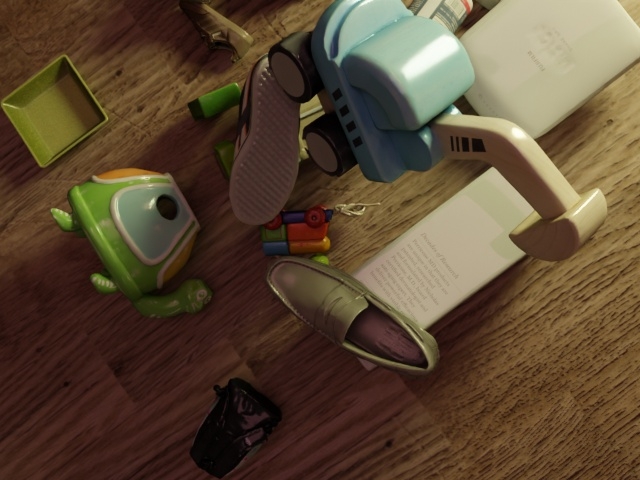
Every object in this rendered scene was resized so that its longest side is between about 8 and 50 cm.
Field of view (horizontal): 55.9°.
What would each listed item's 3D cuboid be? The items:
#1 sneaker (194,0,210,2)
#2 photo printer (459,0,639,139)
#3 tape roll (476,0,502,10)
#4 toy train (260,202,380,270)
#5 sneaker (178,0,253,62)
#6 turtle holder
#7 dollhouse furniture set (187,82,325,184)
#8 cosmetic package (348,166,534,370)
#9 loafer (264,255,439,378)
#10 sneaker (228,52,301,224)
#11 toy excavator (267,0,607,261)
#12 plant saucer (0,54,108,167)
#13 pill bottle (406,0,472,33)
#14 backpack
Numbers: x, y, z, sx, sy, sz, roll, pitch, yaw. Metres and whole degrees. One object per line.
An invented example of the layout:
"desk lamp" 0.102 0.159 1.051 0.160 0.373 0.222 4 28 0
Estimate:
"sneaker" -0.248 -0.622 1.293 0.115 0.105 0.281 18 75 -12
"photo printer" 0.419 -0.354 1.155 0.308 0.107 0.256 -38 94 21
"tape roll" 0.452 -0.640 1.223 0.393 0.072 0.391 0 87 8
"toy train" 0.000 0.000 1.233 0.248 0.105 0.143 -2 97 7
"sneaker" -0.239 -0.455 1.301 0.189 0.066 0.071 33 92 8
"turtle holder" -0.354 0.002 1.205 0.228 0.243 0.320 -31 74 -13
"dollhouse furniture set" -0.095 -0.259 1.274 0.302 0.151 0.197 -26 105 -12
"cosmetic package" 0.228 0.036 1.133 0.453 0.230 0.161 -37 82 3
"loafer" 0.048 0.119 0.981 0.320 0.111 0.112 27 90 9
"sneaker" -0.100 -0.193 1.144 0.126 0.127 0.320 9 113 -15
"toy excavator" 0.176 -0.181 0.931 0.222 0.445 0.432 -38 117 -22
"plant saucer" -0.584 -0.283 1.345 0.188 0.045 0.188 -35 83 3
"pill bottle" 0.213 -0.430 1.223 0.108 0.108 0.180 37 92 8
"backpack" -0.174 0.388 1.221 0.152 0.115 0.182 35 92 19
